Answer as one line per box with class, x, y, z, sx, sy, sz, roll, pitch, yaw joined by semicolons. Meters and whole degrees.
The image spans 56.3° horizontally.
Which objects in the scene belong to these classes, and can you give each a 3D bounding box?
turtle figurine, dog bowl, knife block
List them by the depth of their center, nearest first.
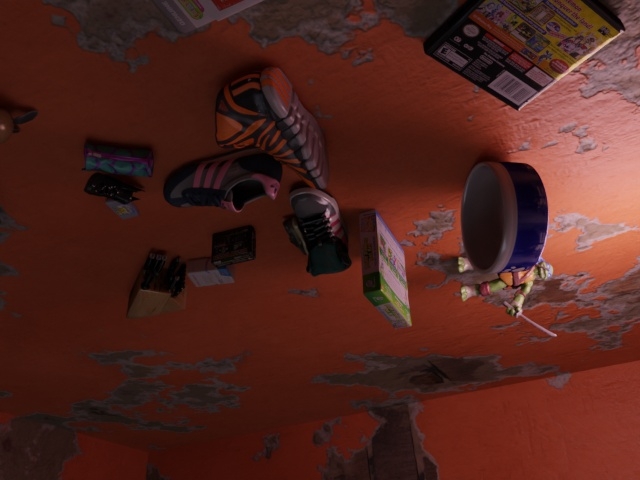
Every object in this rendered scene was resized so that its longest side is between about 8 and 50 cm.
dog bowl;0.428;-0.054;1.417;0.104;0.265;0.265;-1;148;-7
turtle figurine;0.538;0.116;1.741;0.266;0.275;0.198;-5;133;20
knife block;-0.521;0.134;1.808;0.275;0.088;0.242;-12;146;15

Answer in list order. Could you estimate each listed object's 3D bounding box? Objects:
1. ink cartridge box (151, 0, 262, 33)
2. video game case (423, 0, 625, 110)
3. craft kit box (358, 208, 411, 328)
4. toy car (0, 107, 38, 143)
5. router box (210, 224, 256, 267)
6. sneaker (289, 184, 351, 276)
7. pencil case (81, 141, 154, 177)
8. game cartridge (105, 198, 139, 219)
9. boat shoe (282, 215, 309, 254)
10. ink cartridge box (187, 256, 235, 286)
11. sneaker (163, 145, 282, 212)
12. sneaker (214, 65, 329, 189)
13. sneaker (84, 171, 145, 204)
ink cartridge box;-0.172;-0.478;0.825;0.271;0.130;0.309;-15;146;22
video game case;0.376;-0.379;1.114;0.274;0.035;0.248;20;142;-30
craft kit box;0.178;0.082;1.632;0.061;0.247;0.250;-17;144;19
toy car;-0.673;-0.249;1.193;0.155;0.149;0.188;-21;172;33
router box;-0.237;0.017;1.639;0.122;0.092;0.038;-13;146;16
sneaker;0.000;0.000;1.550;0.123;0.178;0.295;-14;146;18
pencil case;-0.451;-0.179;1.338;0.151;0.065;0.070;4;176;-13
game cartridge;-0.504;-0.084;1.532;0.056;0.017;0.083;-15;146;12
boat shoe;-0.063;-0.012;1.649;0.049;0.056;0.152;-6;138;14
ink cartridge box;-0.326;0.093;1.791;0.122;0.052;0.088;-8;147;6
sneaker;-0.237;-0.117;1.390;0.319;0.131;0.112;-17;145;22
sneaker;-0.107;-0.220;1.271;0.180;0.125;0.321;-12;136;22
sneaker;-0.477;-0.117;1.391;0.089;0.051;0.170;27;-174;-5
